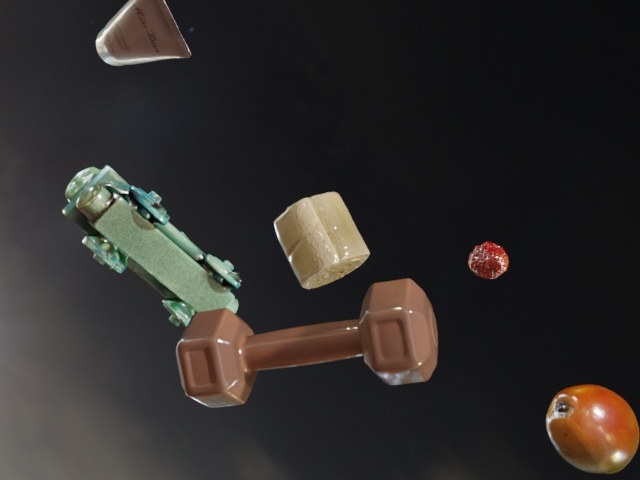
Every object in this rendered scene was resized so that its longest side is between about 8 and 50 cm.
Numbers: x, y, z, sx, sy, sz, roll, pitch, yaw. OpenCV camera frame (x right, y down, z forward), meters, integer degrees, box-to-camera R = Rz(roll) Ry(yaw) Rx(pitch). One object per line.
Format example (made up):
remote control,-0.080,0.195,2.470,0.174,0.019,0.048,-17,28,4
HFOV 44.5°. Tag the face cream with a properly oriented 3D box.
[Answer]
face cream,-0.326,-0.381,1.431,0.314,0.089,0.143,3,-58,56

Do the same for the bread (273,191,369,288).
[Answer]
bread,0.000,0.000,1.461,0.134,0.148,0.141,-37,-109,37

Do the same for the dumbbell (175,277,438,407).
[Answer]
dumbbell,-0.011,0.094,0.697,0.231,0.082,0.092,-11,-89,16

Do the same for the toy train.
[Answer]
toy train,-0.245,0.010,1.141,0.298,0.120,0.194,48,-9,-37

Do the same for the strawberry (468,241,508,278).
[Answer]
strawberry,0.315,0.037,1.437,0.073,0.073,0.083,47,-13,-4

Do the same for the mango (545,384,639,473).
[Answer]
mango,0.486,0.332,1.368,0.129,0.146,0.289,-10,-20,31
